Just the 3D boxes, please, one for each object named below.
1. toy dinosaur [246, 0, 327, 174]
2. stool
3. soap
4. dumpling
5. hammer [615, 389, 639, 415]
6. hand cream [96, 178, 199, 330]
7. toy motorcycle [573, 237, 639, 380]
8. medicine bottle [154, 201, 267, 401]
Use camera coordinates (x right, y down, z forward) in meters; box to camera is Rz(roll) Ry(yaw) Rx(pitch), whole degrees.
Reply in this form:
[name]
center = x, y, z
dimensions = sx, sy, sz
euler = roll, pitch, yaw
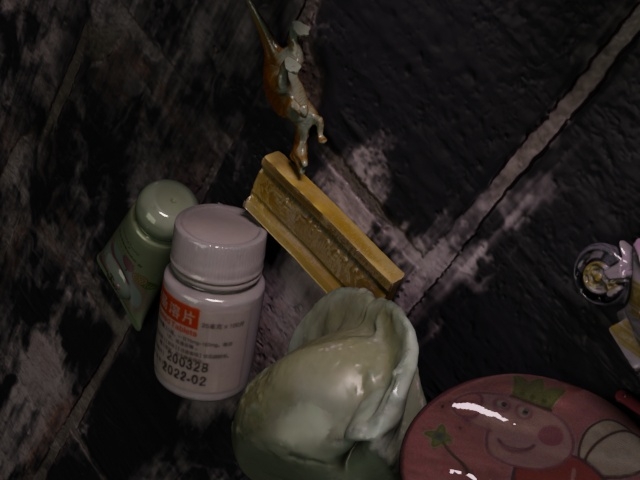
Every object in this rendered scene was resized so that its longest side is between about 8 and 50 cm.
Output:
[toy dinosaur]
center = -0.046, -0.204, 1.260
dimensions = 0.212, 0.057, 0.142
euler = 64, 156, 23
[stool]
center = 0.211, 0.287, 1.035
dimensions = 0.272, 0.272, 0.178
euler = 32, 137, 32
[soap]
center = 0.001, 0.000, 1.282
dimensions = 0.252, 0.037, 0.092
euler = 45, 132, 23
[dumpling]
center = 0.006, 0.200, 1.165
dimensions = 0.320, 0.211, 0.270
euler = -11, 91, 36
[hammer]
center = 0.332, 0.176, 1.023
dimensions = 0.083, 0.052, 0.031
euler = 38, 167, 52
[hand cream]
center = -0.268, 0.015, 1.525
dimensions = 0.147, 0.093, 0.306
euler = 57, 144, 13
[toy motorcycle]
center = 0.347, 0.071, 0.946
dimensions = 0.225, 0.073, 0.152
euler = 55, 131, 17
[medicine bottle]
center = -0.149, 0.086, 1.384
dimensions = 0.144, 0.144, 0.252
euler = 33, 123, 32
